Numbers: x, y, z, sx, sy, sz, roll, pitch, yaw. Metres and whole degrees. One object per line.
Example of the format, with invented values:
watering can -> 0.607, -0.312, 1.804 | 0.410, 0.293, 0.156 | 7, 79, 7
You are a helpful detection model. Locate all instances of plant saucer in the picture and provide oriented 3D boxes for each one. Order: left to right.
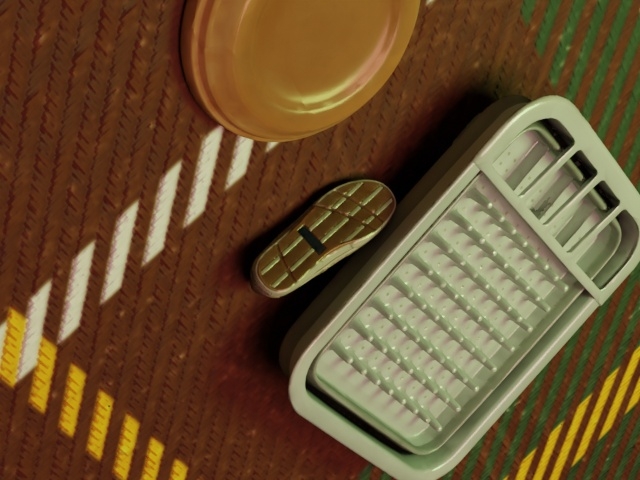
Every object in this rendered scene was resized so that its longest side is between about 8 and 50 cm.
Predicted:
plant saucer -> -0.004, -0.155, 1.024 | 0.200, 0.037, 0.200 | -23, 133, -27

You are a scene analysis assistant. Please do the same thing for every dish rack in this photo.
dish rack -> 0.121, 0.040, 1.254 | 0.333, 0.072, 0.285 | -49, 140, 0

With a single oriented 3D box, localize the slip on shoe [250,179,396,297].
slip on shoe -> 0.000, 0.000, 1.145 | 0.135, 0.051, 0.041 | -40, 178, -21
